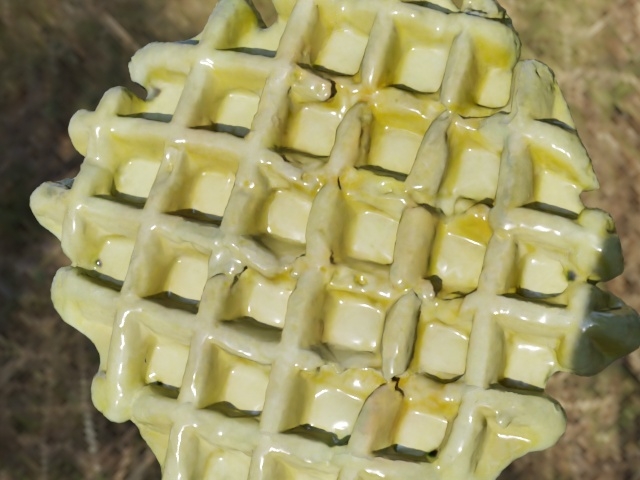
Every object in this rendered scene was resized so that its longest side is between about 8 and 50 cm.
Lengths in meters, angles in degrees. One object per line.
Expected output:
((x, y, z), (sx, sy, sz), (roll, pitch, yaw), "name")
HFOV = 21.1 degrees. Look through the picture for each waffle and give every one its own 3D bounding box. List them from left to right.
((0.000, 0.000, 0.885), (0.292, 0.309, 0.056), (-28, -20, 5), "waffle")
